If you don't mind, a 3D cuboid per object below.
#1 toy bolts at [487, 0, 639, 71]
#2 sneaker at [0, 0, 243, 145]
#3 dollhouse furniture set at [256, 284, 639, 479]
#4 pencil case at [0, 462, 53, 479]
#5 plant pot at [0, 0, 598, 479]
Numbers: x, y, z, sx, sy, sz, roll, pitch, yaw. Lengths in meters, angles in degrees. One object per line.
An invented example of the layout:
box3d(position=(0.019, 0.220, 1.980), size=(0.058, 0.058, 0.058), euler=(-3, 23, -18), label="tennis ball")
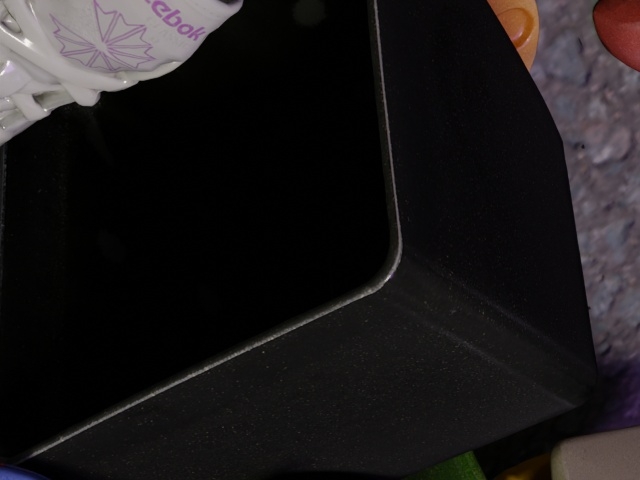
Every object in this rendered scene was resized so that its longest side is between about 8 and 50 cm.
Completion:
box3d(position=(0.139, -0.084, 0.770), size=(0.228, 0.158, 0.218), euler=(20, 111, -38), label="toy bolts")
box3d(position=(-0.115, -0.089, 0.629), size=(0.305, 0.152, 0.114), euler=(-46, 134, 10), label="sneaker")
box3d(position=(0.035, 0.123, 0.930), size=(0.301, 0.151, 0.197), euler=(-1, 146, -49), label="dollhouse furniture set")
box3d(position=(-0.185, 0.168, 0.692), size=(0.133, 0.119, 0.306), euler=(-22, 177, -40), label="pencil case")
box3d(position=(0.000, 0.000, 0.695), size=(0.188, 0.187, 0.167), euler=(-27, 140, 31), label="plant pot")
